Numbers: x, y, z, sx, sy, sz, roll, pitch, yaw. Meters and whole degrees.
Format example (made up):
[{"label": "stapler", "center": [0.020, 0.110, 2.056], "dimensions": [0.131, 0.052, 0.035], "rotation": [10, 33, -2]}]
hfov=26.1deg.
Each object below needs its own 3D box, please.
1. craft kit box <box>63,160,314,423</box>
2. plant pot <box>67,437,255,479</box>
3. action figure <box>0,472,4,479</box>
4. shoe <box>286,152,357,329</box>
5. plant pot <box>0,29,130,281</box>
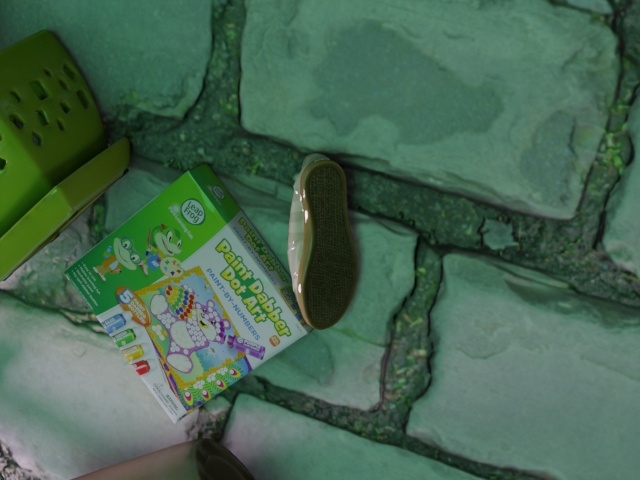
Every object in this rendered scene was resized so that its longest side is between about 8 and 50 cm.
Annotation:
[{"label": "craft kit box", "center": [-0.164, 0.070, 1.743], "dimensions": [0.247, 0.061, 0.250], "rotation": [-37, 91, 26]}, {"label": "plant pot", "center": [-0.214, 0.400, 1.754], "dimensions": [0.280, 0.323, 0.323], "rotation": [-35, 91, 12]}, {"label": "action figure", "center": [-0.543, 0.258, 1.943], "dimensions": [0.185, 0.099, 0.285], "rotation": [-44, 72, 35]}, {"label": "shoe", "center": [0.000, 0.000, 1.651], "dimensions": [0.058, 0.077, 0.219], "rotation": [-141, 47, -59]}, {"label": "plant pot", "center": [-0.381, -0.093, 1.692], "dimensions": [0.228, 0.227, 0.207], "rotation": [-40, 96, 28]}]
